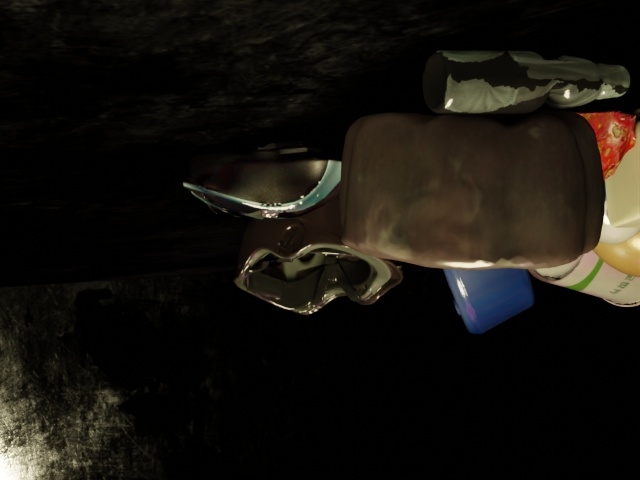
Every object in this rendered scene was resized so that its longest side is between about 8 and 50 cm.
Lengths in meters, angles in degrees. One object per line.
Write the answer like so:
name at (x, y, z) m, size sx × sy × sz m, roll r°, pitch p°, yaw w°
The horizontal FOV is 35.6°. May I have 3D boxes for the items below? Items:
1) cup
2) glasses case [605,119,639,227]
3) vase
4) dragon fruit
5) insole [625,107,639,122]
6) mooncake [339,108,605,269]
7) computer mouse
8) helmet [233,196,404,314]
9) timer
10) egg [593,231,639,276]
cup at (0.599, 0.015, 2.189) m, size 0.274 × 0.253 × 0.253 m, roll 6°, pitch 169°, yaw -35°
glasses case at (0.449, -0.096, 1.294) m, size 0.070 × 0.131 × 0.313 m, roll -2°, pitch 174°, yaw -2°
vase at (0.203, -0.150, 0.946) m, size 0.211 × 0.060 × 0.060 m, roll -3°, pitch 174°, yaw -20°
dragon fruit at (0.337, -0.103, 1.302) m, size 0.153 × 0.111 × 0.153 m, roll 1°, pitch 176°, yaw 0°
insole at (0.476, -0.159, 1.401) m, size 0.119 × 0.009 × 0.348 m, roll -6°, pitch 174°, yaw 20°
mooncake at (0.158, -0.064, 1.069) m, size 0.306 × 0.154 × 0.306 m, roll -1°, pitch -173°, yaw 0°
computer mouse at (-0.063, -0.073, 1.303) m, size 0.233 × 0.096 × 0.137 m, roll -6°, pitch 175°, yaw -1°
helmet at (0.000, 0.000, 1.667) m, size 0.305 × 0.177 × 0.225 m, roll -16°, pitch 146°, yaw 31°
timer at (0.392, -0.021, 1.765) m, size 0.383 × 0.270 × 0.270 m, roll -21°, pitch 173°, yaw 6°
egg at (0.634, -0.027, 1.950) m, size 0.244 × 0.201 × 0.201 m, roll 7°, pitch 176°, yaw 5°
